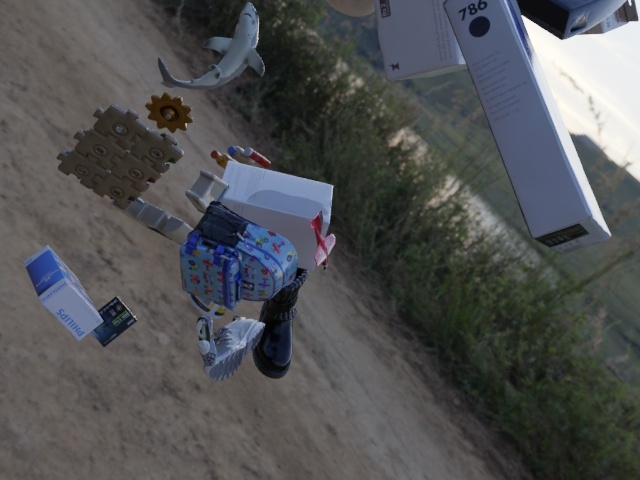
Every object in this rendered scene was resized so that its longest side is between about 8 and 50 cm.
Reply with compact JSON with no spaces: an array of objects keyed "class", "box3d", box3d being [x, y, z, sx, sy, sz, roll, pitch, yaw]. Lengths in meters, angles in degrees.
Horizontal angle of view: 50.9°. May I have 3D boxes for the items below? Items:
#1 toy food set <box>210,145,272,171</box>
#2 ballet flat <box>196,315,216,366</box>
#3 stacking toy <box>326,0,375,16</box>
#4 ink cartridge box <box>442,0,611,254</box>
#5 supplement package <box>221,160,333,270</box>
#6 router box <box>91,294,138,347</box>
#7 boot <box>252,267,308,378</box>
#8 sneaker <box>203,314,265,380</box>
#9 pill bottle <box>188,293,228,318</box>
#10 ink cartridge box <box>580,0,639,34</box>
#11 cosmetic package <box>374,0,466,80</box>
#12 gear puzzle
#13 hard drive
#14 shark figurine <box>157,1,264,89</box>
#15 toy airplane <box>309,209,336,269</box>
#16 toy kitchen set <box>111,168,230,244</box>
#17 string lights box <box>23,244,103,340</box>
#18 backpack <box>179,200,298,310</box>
[{"class":"toy food set","box3d":[-0.204,-0.198,1.915,0.232,0.111,0.104,46,9,31]},{"class":"ballet flat","box3d":[-0.247,0.210,1.423,0.041,0.041,0.114,27,42,-46]},{"class":"stacking toy","box3d":[0.230,-0.827,1.832,0.479,0.351,0.351,-24,62,-30]},{"class":"ink cartridge box","box3d":[0.213,-0.154,0.716,0.165,0.065,0.333,14,58,-59]},{"class":"supplement package","box3d":[-0.130,-0.065,1.780,0.292,0.175,0.178,13,38,-5]},{"class":"router box","box3d":[-0.591,0.227,1.894,0.092,0.122,0.038,52,-7,-10]},{"class":"boot","box3d":[-0.130,0.247,2.205,0.131,0.260,0.348,11,45,-16]},{"class":"sneaker","box3d":[-0.271,0.307,1.941,0.115,0.105,0.281,24,25,13]},{"class":"pill bottle","box3d":[-0.272,0.112,1.921,0.119,0.208,0.119,37,13,-10]},{"class":"ink cartridge box","box3d":[0.594,-0.511,1.452,0.198,0.067,0.115,-122,-172,-72]},{"class":"cosmetic package","box3d":[0.217,-0.390,1.252,0.183,0.151,0.151,-23,106,-52]},{"class":"gear puzzle","box3d":[-0.359,-0.188,1.275,0.175,0.339,0.044,35,44,-26]},{"class":"hard drive","box3d":[0.422,-0.440,1.157,0.172,0.054,0.254,41,53,19]},{"class":"shark figurine","box3d":[-0.227,-0.390,1.533,0.166,0.278,0.116,57,5,5]},{"class":"toy airplane","box3d":[0.000,0.000,1.596,0.151,0.028,0.151,0,90,-71]},{"class":"toy kitchen set","box3d":[-0.318,-0.087,1.488,0.207,0.166,0.122,25,-13,29]},{"class":"string lights box","box3d":[-0.621,0.122,1.611,0.259,0.076,0.133,33,-22,52]},{"class":"backpack","box3d":[-0.131,0.041,1.108,0.173,0.158,0.117,22,50,6]}]
